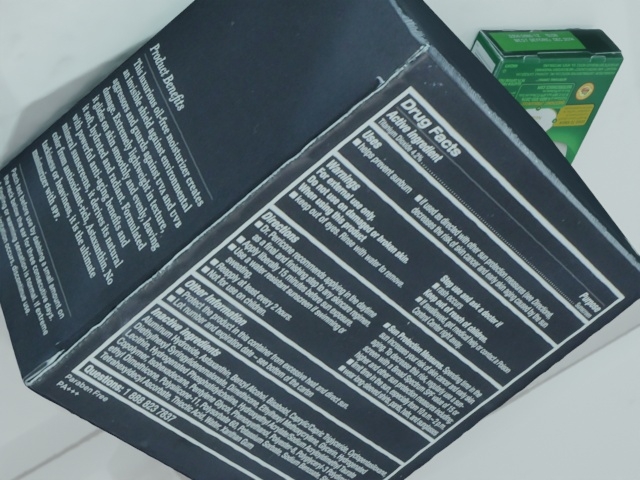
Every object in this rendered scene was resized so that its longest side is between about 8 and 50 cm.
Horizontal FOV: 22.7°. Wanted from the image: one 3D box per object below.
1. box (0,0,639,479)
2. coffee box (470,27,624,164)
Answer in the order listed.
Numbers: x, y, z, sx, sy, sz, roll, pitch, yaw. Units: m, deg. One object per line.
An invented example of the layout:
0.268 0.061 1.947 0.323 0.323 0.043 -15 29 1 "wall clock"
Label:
0.000 0.000 1.000 0.294 0.183 0.296 -39 136 12 "box"
0.134 -0.070 1.163 0.113 0.040 0.184 -5 134 -29 "coffee box"
